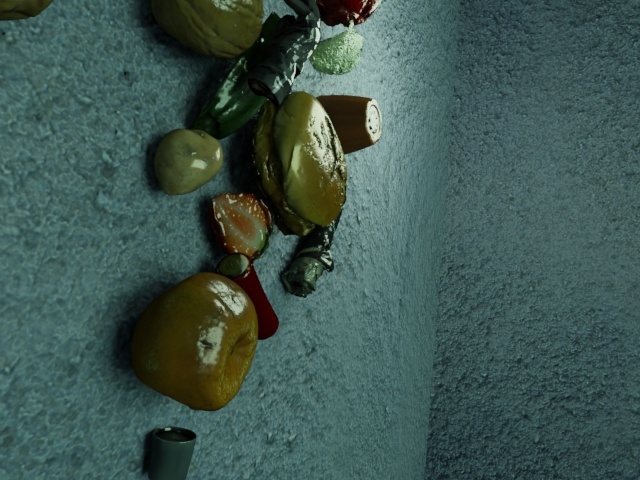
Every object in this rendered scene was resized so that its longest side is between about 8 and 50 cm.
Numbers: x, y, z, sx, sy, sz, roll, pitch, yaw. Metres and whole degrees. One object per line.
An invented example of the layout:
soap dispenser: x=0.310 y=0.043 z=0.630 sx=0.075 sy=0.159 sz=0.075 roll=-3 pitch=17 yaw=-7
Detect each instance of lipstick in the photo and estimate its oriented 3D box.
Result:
lipstick: x=-0.152 y=0.126 z=0.998 sx=0.241 sy=0.080 sz=0.080 roll=76 pitch=30 yaw=-49

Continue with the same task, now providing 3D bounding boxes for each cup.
cup: x=-0.270 y=0.389 z=0.850 sx=0.100 sy=0.078 sz=0.077 roll=117 pitch=-18 yaw=-85

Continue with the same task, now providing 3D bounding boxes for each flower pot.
flower pot: x=0.081 y=-0.341 z=1.360 sx=0.190 sy=0.173 sz=0.191 roll=-1 pitch=91 yaw=-64

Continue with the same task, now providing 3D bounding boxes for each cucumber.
cucumber: x=-0.150 y=-0.329 z=0.972 sx=0.105 sy=0.145 sz=0.326 roll=38 pitch=57 yaw=-19

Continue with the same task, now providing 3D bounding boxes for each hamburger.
hamburger: x=-0.048 y=-0.174 z=1.092 sx=0.305 sy=0.174 sz=0.284 roll=57 pitch=34 yaw=-45

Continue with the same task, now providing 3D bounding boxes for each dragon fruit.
dragon fruit: x=0.059 y=-0.715 z=1.272 sx=0.293 sy=0.233 sz=0.234 roll=7 pitch=85 yaw=-56

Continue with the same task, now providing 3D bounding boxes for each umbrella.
umbrella: x=0.006 y=0.000 z=1.295 sx=0.106 sy=0.113 sz=0.358 roll=44 pitch=49 yaw=-25

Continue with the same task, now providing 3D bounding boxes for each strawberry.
strawberry: x=-0.180 y=-0.030 z=0.985 sx=0.187 sy=0.082 sz=0.147 roll=47 pitch=52 yaw=-44

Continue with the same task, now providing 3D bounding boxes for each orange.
orange: x=-0.220 y=0.167 z=0.816 sx=0.249 sy=0.183 sz=0.249 roll=11 pitch=90 yaw=-78

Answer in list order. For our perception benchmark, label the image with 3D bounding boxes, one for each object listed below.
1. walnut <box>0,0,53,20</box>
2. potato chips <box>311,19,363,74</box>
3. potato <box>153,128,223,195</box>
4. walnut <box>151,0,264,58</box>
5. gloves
walnut: x=-0.364 y=-0.380 z=0.443 sx=0.251 sy=0.277 sz=0.313 roll=-28 pitch=125 yaw=-23
potato chips: x=0.044 y=-0.544 z=1.308 sx=0.059 sy=0.167 sz=0.228 roll=53 pitch=18 yaw=17
potato: x=-0.242 y=-0.147 z=0.843 sx=0.147 sy=0.111 sz=0.112 roll=-61 pitch=141 yaw=-46
walnut: x=-0.196 y=-0.428 z=0.831 sx=0.213 sy=0.213 sz=0.214 roll=-4 pitch=95 yaw=-61
gloves: x=-0.063 y=-0.392 z=0.902 sx=0.119 sy=0.142 sz=0.286 roll=19 pitch=80 yaw=-31
